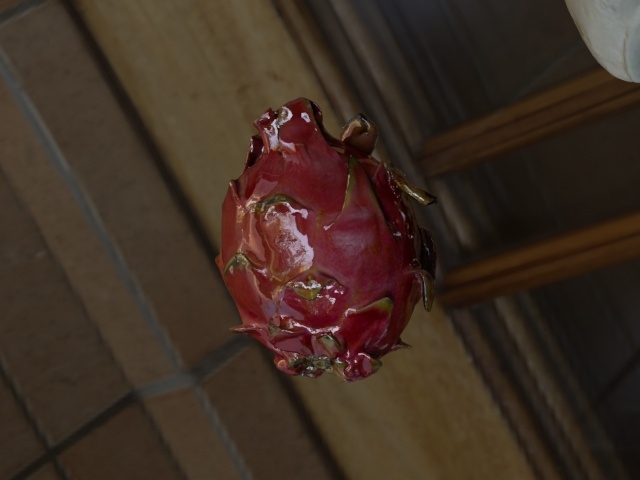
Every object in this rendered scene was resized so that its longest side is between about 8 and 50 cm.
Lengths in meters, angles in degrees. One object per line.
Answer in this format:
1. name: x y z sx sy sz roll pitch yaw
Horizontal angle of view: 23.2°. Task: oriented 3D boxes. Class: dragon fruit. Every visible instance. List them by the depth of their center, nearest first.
1. dragon fruit: 0.000 0.000 0.918 0.136 0.133 0.166 -18 91 -11

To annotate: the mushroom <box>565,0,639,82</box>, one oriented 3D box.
1. mushroom: 0.197 -0.266 0.957 0.128 0.128 0.350 -41 129 -42
